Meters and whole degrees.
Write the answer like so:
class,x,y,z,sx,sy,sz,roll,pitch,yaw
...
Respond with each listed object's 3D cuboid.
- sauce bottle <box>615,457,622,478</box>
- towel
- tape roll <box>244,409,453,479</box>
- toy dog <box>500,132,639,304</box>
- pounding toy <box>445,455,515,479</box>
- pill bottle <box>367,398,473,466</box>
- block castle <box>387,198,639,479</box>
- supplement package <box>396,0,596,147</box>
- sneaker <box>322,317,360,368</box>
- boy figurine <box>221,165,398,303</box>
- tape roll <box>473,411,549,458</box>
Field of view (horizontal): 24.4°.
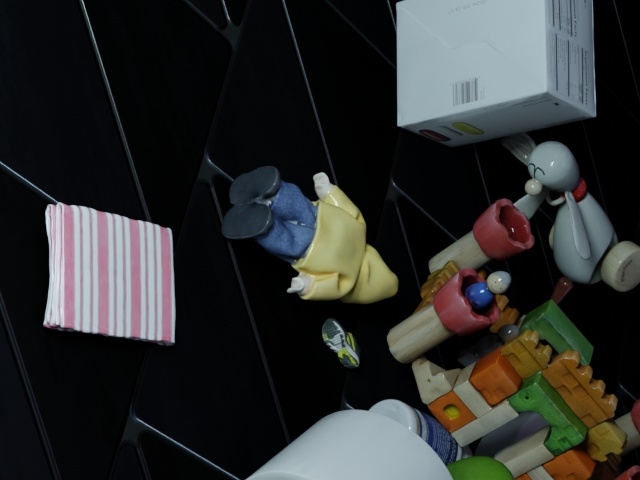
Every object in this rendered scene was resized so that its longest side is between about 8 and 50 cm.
class,x,y,z,sx,sy,sz,roll,pitch,yaw
sauce bottle,0.467,0.409,2.361,0.042,0.042,0.128,32,60,-43
towel,-0.239,0.041,1.696,0.197,0.029,0.144,14,70,-51
tape roll,0.029,0.348,1.782,0.169,0.246,0.246,-33,108,-49
toy dog,0.386,-0.012,2.385,0.161,0.220,0.334,-49,116,-8
pounding toy,0.140,0.366,1.931,0.110,0.183,0.237,37,80,-23
pill bottle,0.137,0.288,2.050,0.169,0.094,0.094,30,59,-43
block castle,0.332,0.185,2.101,0.453,0.213,0.303,49,34,-8
supplement package,0.259,-0.270,2.196,0.145,0.261,0.204,15,70,-48
sneaker,0.029,0.135,2.007,0.083,0.031,0.035,62,28,-27
boy figurine,0.000,0.000,1.951,0.285,0.092,0.177,32,58,-44
tape roll,0.356,0.455,2.304,0.392,0.072,0.392,17,68,-49
